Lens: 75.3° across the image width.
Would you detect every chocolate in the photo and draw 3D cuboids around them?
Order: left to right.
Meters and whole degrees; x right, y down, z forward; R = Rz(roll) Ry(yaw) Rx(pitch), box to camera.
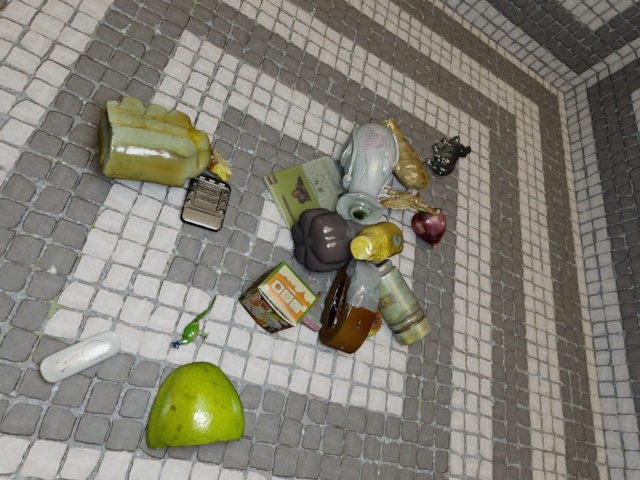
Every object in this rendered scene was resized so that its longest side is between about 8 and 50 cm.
[{"bbox_3d":[0.212,0.019,1.570,0.162,0.162,0.445,63,20,4],"label":"chocolate"}]

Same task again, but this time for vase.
[{"bbox_3d":[0.192,-0.282,1.737,0.250,0.250,0.445,27,55,-20],"label":"vase"}]

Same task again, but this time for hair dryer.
[{"bbox_3d":[-0.024,0.249,1.539,0.106,0.054,0.154,40,52,-17],"label":"hair dryer"}]

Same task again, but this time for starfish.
[{"bbox_3d":[0.350,-0.195,1.863,0.294,0.084,0.301,5,28,-6],"label":"starfish"}]

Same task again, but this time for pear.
[{"bbox_3d":[-0.343,0.471,1.221,0.288,0.139,0.239,8,60,-30],"label":"pear"}]

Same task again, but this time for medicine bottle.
[{"bbox_3d":[0.301,0.244,1.667,0.151,0.151,0.322,-30,88,-35],"label":"medicine bottle"}]

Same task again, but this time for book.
[{"bbox_3d":[-0.039,-0.204,1.705,0.352,0.035,0.239,-25,88,-35],"label":"book"}]

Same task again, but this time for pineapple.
[{"bbox_3d":[-0.370,-0.272,1.479,0.137,0.116,0.069,43,98,15],"label":"pineapple"}]

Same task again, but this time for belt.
[{"bbox_3d":[0.108,0.231,1.513,0.122,0.217,0.338,26,71,-19],"label":"belt"}]

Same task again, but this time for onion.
[{"bbox_3d":[0.504,-0.054,1.907,0.160,0.159,0.194,-13,90,-34],"label":"onion"}]

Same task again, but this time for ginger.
[{"bbox_3d":[0.421,-0.412,1.983,0.236,0.166,0.375,1,76,-22],"label":"ginger"}]

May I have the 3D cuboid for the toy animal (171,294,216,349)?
[{"bbox_3d":[-0.376,0.272,1.325,0.075,0.041,0.217,44,52,-7],"label":"toy animal"}]

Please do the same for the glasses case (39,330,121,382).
[{"bbox_3d":[-0.652,0.316,1.135,0.197,0.049,0.076,-23,84,-35],"label":"glasses case"}]

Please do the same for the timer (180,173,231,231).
[{"bbox_3d":[-0.400,-0.132,1.455,0.144,0.055,0.187,18,68,-22],"label":"timer"}]

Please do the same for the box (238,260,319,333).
[{"bbox_3d":[-0.145,0.198,1.392,0.177,0.195,0.148,48,56,-8],"label":"box"}]

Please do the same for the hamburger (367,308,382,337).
[{"bbox_3d":[0.181,0.310,1.614,0.141,0.081,0.126,-18,82,-35],"label":"hamburger"}]

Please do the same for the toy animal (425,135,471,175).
[{"bbox_3d":[0.684,-0.466,2.193,0.168,0.106,0.343,53,52,-3],"label":"toy animal"}]

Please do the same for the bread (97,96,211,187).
[{"bbox_3d":[-0.532,-0.295,1.344,0.342,0.210,0.300,0,50,-36],"label":"bread"}]

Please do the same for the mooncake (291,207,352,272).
[{"bbox_3d":[0.000,0.000,1.528,0.133,0.245,0.244,-9,77,-37],"label":"mooncake"}]
